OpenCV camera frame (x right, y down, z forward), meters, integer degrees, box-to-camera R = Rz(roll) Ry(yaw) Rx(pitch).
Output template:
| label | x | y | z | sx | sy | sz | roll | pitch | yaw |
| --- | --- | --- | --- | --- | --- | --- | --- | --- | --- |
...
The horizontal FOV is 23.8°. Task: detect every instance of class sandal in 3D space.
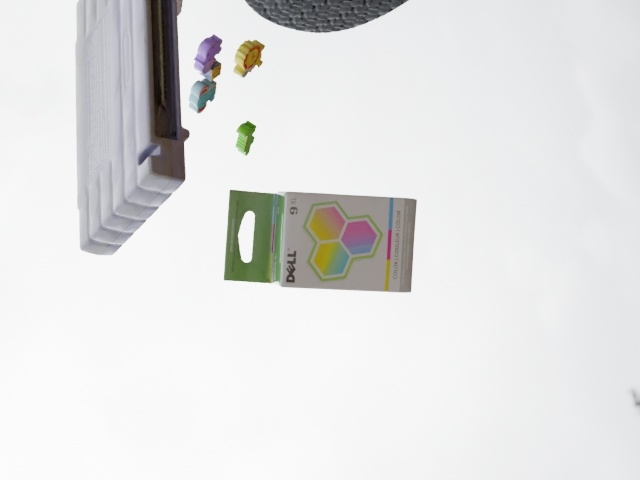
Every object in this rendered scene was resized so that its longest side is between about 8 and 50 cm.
| label | x | y | z | sx | sy | sz | roll | pitch | yaw |
| --- | --- | --- | --- | --- | --- | --- | --- | --- | --- |
| sandal | 0.095 | -0.423 | 2.192 | 0.167 | 0.445 | 0.107 | 54 | -150 | -35 |

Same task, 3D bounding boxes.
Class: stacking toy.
| label | x | y | z | sx | sy | sz | roll | pitch | yaw |
| --- | --- | --- | --- | --- | --- | --- | --- | --- | --- |
| stacking toy | -0.166 | -0.233 | 2.163 | 0.052 | 0.167 | 0.221 | -42 | -24 | -35 |

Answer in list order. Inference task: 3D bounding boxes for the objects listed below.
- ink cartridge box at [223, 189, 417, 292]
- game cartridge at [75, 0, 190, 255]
| label | x | y | z | sx | sy | sz | roll | pitch | yaw |
| --- | --- | --- | --- | --- | --- | --- | --- | --- | --- |
| ink cartridge box | 0.000 | 0.000 | 1.721 | 0.062 | 0.209 | 0.109 | -171 | 85 | -79 |
| game cartridge | -0.229 | -0.183 | 1.807 | 0.068 | 0.230 | 0.355 | 7 | -116 | -24 |
